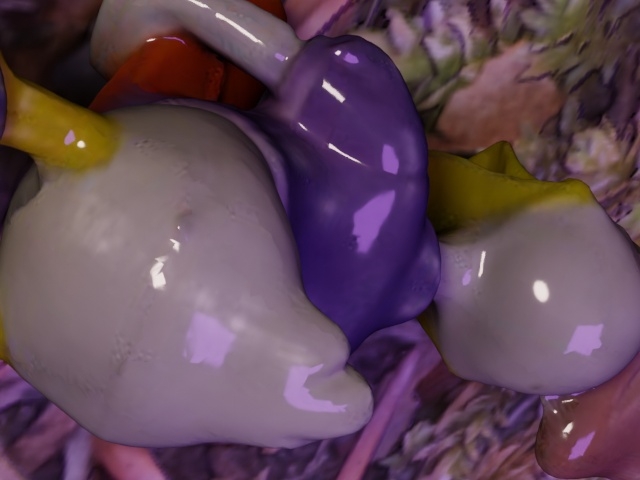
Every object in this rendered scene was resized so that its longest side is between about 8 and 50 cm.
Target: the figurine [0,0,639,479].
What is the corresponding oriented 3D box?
[{"bbox_3d":[-0.006,-0.003,0.566,0.421,0.193,0.154,7,116,-44],"label":"figurine"}]
